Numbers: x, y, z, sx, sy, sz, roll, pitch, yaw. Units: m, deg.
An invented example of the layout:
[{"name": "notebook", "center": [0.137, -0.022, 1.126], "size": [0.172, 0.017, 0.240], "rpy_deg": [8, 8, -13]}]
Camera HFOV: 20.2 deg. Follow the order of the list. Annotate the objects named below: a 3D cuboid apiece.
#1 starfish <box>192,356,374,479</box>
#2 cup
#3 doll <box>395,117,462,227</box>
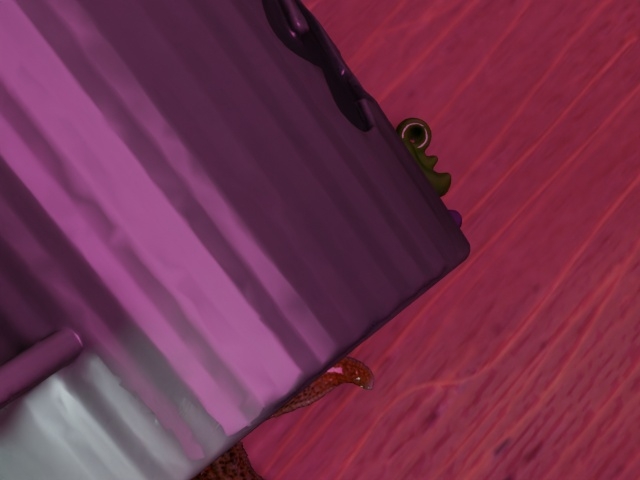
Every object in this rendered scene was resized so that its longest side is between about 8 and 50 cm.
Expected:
[{"name": "starfish", "center": [-0.074, 0.080, 1.040], "size": [0.208, 0.053, 0.176], "rpy_deg": [7, 94, -7]}, {"name": "cup", "center": [-0.177, -0.043, 0.871], "size": [0.401, 0.310, 0.392], "rpy_deg": [-37, 86, -25]}, {"name": "doll", "center": [0.000, 0.000, 1.070], "size": [0.115, 0.050, 0.190], "rpy_deg": [45, 86, -6]}]
